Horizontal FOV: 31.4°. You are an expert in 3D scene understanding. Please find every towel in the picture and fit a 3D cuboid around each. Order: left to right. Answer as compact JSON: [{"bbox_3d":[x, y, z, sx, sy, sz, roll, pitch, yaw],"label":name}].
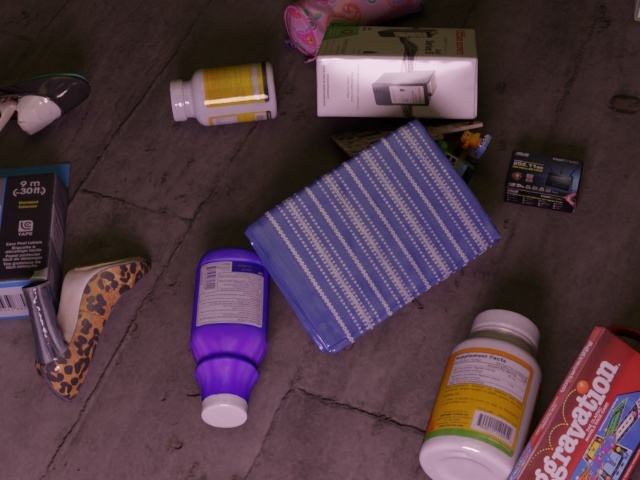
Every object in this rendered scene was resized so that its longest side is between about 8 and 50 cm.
[{"bbox_3d":[0.081,-0.007,1.764,0.336,0.040,0.243,-33,81,-10],"label":"towel"}]

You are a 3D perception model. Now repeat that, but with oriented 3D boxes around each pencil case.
[{"bbox_3d":[0.068,-0.442,2.161,0.284,0.124,0.124,-30,55,-18],"label":"pencil case"}]

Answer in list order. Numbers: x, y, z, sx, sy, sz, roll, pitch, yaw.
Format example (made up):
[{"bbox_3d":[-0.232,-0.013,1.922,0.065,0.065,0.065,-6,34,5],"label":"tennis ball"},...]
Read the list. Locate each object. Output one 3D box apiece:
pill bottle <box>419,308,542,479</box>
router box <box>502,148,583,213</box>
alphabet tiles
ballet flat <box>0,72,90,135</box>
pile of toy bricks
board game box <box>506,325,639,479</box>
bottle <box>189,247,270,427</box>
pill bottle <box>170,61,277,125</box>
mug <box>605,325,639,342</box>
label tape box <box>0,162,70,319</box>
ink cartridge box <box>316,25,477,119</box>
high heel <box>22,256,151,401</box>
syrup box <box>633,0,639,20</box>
[{"bbox_3d":[0.234,0.222,1.598,0.136,0.136,0.245,13,53,14],"label":"pill bottle"},{"bbox_3d":[0.374,-0.101,1.912,0.123,0.038,0.092,11,52,12],"label":"router box"},{"bbox_3d":[0.147,-0.184,1.940,0.237,0.009,0.198,-12,16,-6],"label":"alphabet tiles"},{"bbox_3d":[-0.549,-0.234,2.049,0.281,0.095,0.096,-5,60,13],"label":"ballet flat"},{"bbox_3d":[0.194,-0.120,1.879,0.105,0.118,0.212,30,57,2],"label":"pile of toy bricks"},{"bbox_3d":[0.354,0.270,1.509,0.145,0.027,0.281,35,80,-14],"label":"board game box"},{"bbox_3d":[-0.136,0.143,1.711,0.118,0.092,0.282,0,51,-1],"label":"bottle"},{"bbox_3d":[-0.171,-0.259,2.030,0.184,0.103,0.103,-6,51,-2],"label":"pill bottle"},{"bbox_3d":[0.459,0.200,1.609,0.169,0.113,0.150,4,89,2],"label":"mug"},{"bbox_3d":[-0.546,-0.028,1.866,0.241,0.106,0.333,-5,51,-2],"label":"label tape box"},{"bbox_3d":[0.137,-0.296,1.994,0.273,0.114,0.198,2,26,5],"label":"ink cartridge box"},{"bbox_3d":[-0.344,0.129,1.768,0.093,0.186,0.261,-5,10,37],"label":"high heel"},{"bbox_3d":[0.720,-0.470,2.155,0.237,0.093,0.096,6,51,8],"label":"syrup box"}]
